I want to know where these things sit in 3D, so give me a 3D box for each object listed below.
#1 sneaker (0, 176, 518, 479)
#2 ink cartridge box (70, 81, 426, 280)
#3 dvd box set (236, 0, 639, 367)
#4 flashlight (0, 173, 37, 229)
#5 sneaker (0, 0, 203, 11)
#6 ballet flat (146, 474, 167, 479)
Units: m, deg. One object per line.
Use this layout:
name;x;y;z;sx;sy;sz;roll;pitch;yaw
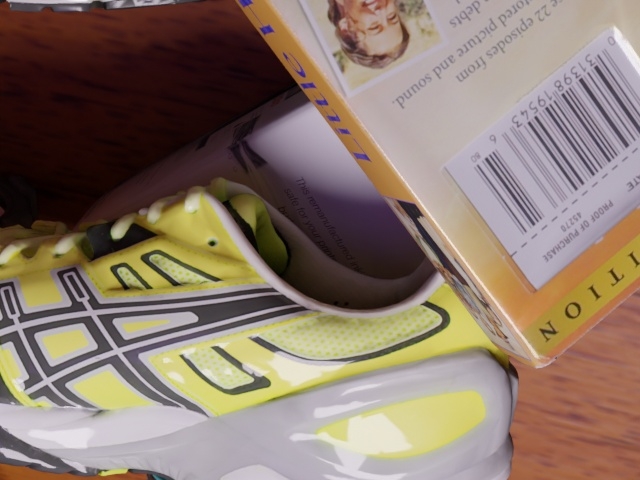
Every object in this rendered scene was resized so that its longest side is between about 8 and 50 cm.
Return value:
sneaker;-0.090;0.034;0.641;0.385;0.145;0.147;12;101;4
ink cartridge box;0.000;0.000;0.711;0.218;0.092;0.158;-26;107;27
dvd box set;0.074;-0.205;0.518;0.308;0.062;0.420;-40;103;-6
flashlight;-0.233;0.103;0.822;0.103;0.103;0.304;16;118;13
sneaker;-0.057;-0.188;0.631;0.330;0.130;0.147;-4;100;14
ballet flat;-0.015;0.156;0.814;0.188;0.070;0.070;-2;115;20
